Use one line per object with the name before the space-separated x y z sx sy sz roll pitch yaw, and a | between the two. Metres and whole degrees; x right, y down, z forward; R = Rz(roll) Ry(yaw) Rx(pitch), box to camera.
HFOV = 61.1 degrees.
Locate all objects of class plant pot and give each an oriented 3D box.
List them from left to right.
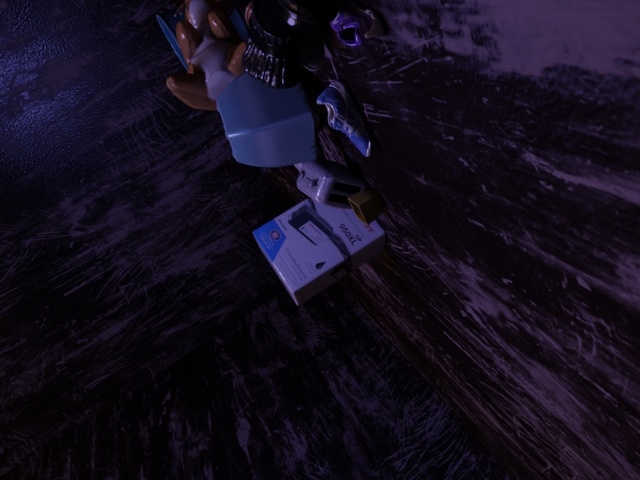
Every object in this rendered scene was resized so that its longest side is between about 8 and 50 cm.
plant pot | -0.413 -0.757 1.978 0.271 0.255 0.271 55 174 9
plant pot | -0.170 -0.368 1.645 0.248 0.252 0.247 84 167 -66
plant pot | 0.149 -0.112 1.694 0.081 0.083 0.081 60 172 -33

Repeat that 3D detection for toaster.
toaster | 0.045 -0.179 1.763 0.227 0.129 0.146 9 -157 -36

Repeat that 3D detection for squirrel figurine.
squirrel figurine | -0.322 -0.601 1.767 0.397 0.281 0.370 39 -154 -62

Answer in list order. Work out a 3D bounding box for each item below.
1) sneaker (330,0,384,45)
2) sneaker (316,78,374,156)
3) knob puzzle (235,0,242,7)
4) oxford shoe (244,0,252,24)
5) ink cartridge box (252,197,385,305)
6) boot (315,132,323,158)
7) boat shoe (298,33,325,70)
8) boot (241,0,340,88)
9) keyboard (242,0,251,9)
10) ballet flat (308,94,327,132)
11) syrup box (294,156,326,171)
sneaker | 0.054 -0.412 1.039 0.068 0.071 0.170 62 173 -34
sneaker | 0.067 -0.304 1.402 0.211 0.081 0.080 57 172 -14
knob puzzle | -0.306 -0.831 1.742 0.213 0.030 0.213 60 180 1
oxford shoe | -0.159 -0.628 1.595 0.076 0.076 0.212 47 -179 17
ink cartridge box | 0.000 0.000 1.973 0.285 0.395 0.166 54 170 21
boot | -0.065 -0.393 1.998 0.137 0.077 0.198 61 174 34
boat shoe | -0.054 -0.514 1.328 0.228 0.081 0.068 64 176 0
boot | -0.073 -0.435 1.157 0.348 0.131 0.260 -114 30 -47
keyboard | -0.254 -0.795 1.675 0.180 0.023 0.108 60 179 -31
ballet flat | -0.017 -0.374 1.674 0.206 0.073 0.067 81 -164 -76
syrup box | -0.032 -0.293 2.107 0.237 0.093 0.096 53 172 33
